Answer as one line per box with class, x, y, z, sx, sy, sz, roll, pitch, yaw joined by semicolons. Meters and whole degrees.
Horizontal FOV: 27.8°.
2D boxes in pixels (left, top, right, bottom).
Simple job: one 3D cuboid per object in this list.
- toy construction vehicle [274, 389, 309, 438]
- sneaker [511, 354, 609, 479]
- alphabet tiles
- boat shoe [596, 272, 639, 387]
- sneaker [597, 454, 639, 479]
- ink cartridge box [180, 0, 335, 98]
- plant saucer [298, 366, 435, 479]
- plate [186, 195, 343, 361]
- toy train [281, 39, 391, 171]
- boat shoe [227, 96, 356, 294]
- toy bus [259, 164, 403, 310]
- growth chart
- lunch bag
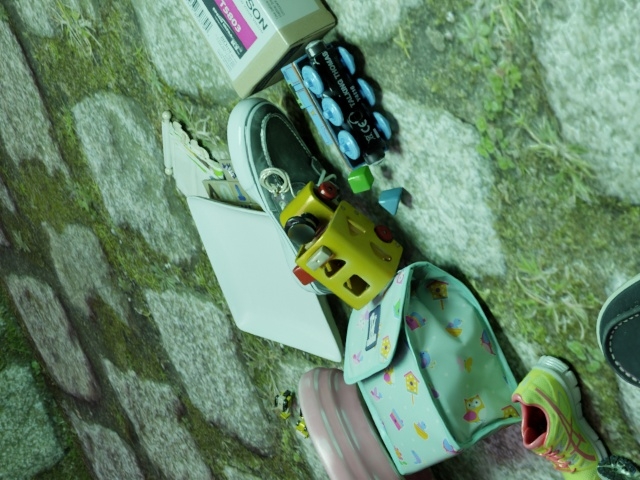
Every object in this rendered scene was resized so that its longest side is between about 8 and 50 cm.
toy construction vehicle;-0.040;0.313;2.361;0.086;0.035;0.098;31;145;24
sneaker;0.303;0.258;1.680;0.081;0.094;0.208;-3;116;57
alphabet tiles;-0.103;-0.045;2.098;0.237;0.009;0.198;5;125;51
boat shoe;0.439;0.119;1.264;0.500;0.156;0.186;3;122;59
sneaker;0.411;0.325;1.631;0.135;0.052;0.058;37;156;48
ink cartridge box;-0.106;-0.338;1.761;0.234;0.088;0.193;58;153;3
plant saucer;0.088;0.328;1.968;0.332;0.084;0.332;55;-170;-15
plate;-0.083;0.052;2.117;0.277;0.045;0.278;14;132;48
toy train;0.025;-0.180;1.723;0.184;0.080;0.105;60;161;-8
boat shoe;-0.018;-0.064;1.886;0.119;0.121;0.335;4;131;45
toy bus;0.012;0.004;1.780;0.202;0.104;0.190;0;122;16
growth chart;-0.203;-0.103;2.220;0.237;0.021;0.172;47;149;21
lunch bag;0.141;0.172;1.794;0.262;0.160;0.223;63;156;8
